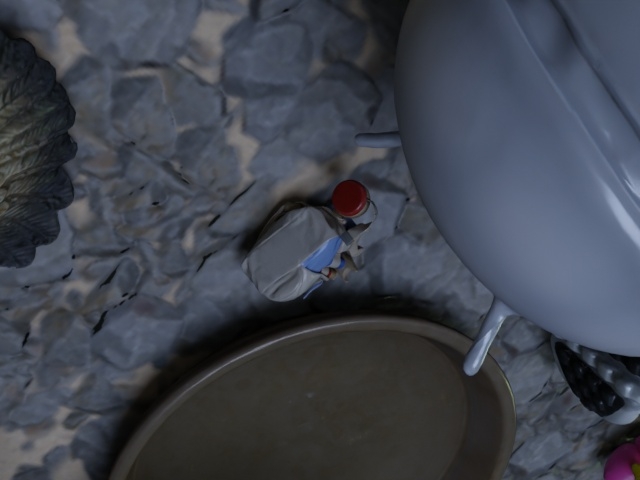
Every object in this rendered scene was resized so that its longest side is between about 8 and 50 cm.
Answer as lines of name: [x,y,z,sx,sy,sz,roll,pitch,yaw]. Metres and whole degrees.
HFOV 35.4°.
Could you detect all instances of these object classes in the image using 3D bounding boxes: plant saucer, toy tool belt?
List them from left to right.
plant saucer: [-0.005,0.149,0.655,0.278,0.041,0.277,-10,127,-14]
toy tool belt: [0.000,0.000,0.550,0.083,0.052,0.051,-41,160,14]

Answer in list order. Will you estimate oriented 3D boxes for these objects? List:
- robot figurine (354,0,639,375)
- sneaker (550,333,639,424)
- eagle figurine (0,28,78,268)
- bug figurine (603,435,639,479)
robot figurine: [0.175,-0.086,0.385,0.353,0.300,0.200,-34,142,22]
sneaker: [0.220,-0.010,0.595,0.118,0.110,0.292,-10,128,-26]
eagle figurine: [-0.227,-0.014,0.362,0.298,0.225,0.226,34,97,-25]
bug figurine: [0.333,0.180,0.793,0.216,0.072,0.279,-23,134,3]
